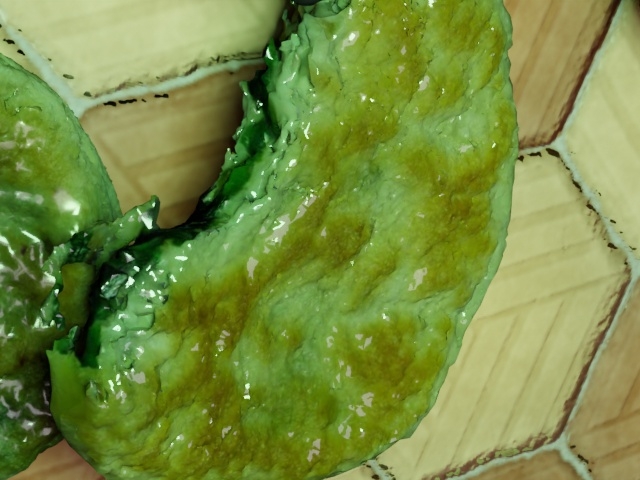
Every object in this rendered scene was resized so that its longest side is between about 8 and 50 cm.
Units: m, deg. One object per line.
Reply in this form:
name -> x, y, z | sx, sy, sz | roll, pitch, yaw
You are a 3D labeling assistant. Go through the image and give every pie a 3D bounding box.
pie -> 0.000, 0.000, 1.079 | 0.371, 0.078, 0.296 | -54, 135, -14
pie -> -0.231, 0.025, 1.002 | 0.277, 0.078, 0.277 | -11, 114, -25

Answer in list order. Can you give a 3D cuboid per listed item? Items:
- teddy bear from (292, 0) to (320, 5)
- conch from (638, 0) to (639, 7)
teddy bear -> -0.012, -0.205, 0.971 | 0.251, 0.171, 0.144 | -29, 112, -27
conch -> 0.282, -0.166, 1.167 | 0.155, 0.130, 0.207 | -25, 146, 19
